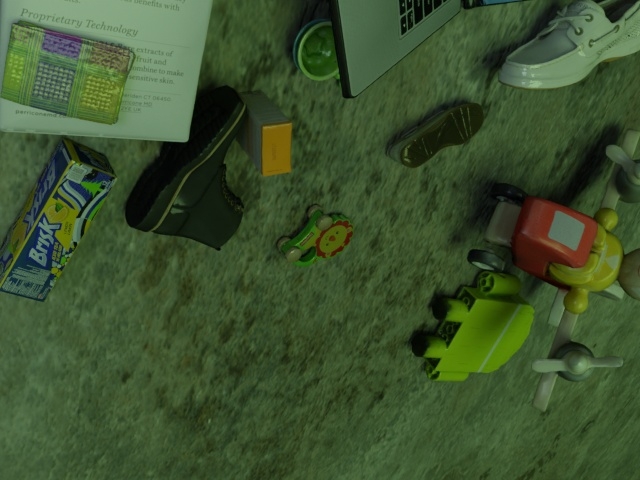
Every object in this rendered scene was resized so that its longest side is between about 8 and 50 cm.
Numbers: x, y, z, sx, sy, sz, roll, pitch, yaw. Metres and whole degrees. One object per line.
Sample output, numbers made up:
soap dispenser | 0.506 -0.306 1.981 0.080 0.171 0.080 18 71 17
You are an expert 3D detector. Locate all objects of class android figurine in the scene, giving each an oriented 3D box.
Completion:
android figurine | 0.300 0.170 1.200 0.273 0.056 0.248 7 117 -35

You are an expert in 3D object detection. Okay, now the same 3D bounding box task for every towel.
towel | -0.179 -0.117 0.451 0.083 0.009 0.060 7 118 -32

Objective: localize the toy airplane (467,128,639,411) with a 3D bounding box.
toy airplane | 0.454 0.048 1.059 0.384 0.272 0.386 -31 122 -37

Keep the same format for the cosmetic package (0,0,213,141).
cosmetic package | -0.165 -0.282 0.481 0.155 0.197 0.365 -1 121 -30

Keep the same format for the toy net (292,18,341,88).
toy net | 0.053 -0.287 0.720 0.122 0.045 0.232 14 113 -38

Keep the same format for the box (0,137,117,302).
box | -0.288 -0.021 0.681 0.054 0.059 0.169 24 106 -42

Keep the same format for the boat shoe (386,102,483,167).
boat shoe | 0.165 -0.153 0.896 0.153 0.048 0.056 -35 122 -16

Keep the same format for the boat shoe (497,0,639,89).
boat shoe | 0.356 -0.290 0.884 0.277 0.098 0.096 -28 133 -25

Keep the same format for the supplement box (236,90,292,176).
supplement box | -0.066 -0.124 0.723 0.036 0.098 0.062 -13 128 -21

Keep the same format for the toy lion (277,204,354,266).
toy lion | 0.000 0.000 0.906 0.100 0.034 0.096 -46 141 4

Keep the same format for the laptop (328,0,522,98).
laptop | 0.201 -0.379 0.605 0.408 0.236 0.382 -45 139 -34

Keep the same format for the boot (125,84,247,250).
boot | -0.121 -0.078 0.750 0.198 0.077 0.137 -45 140 21
